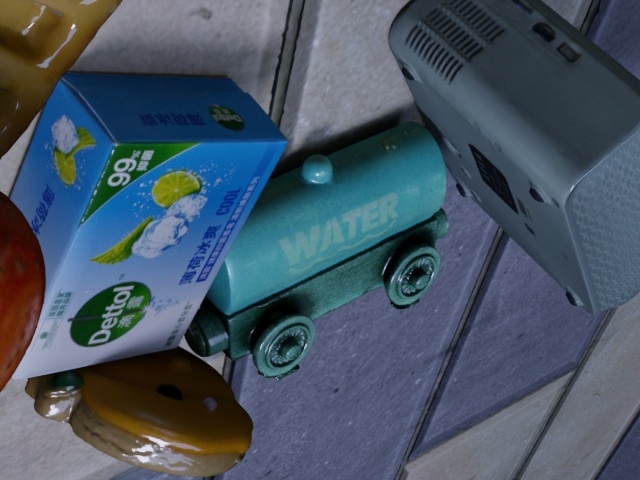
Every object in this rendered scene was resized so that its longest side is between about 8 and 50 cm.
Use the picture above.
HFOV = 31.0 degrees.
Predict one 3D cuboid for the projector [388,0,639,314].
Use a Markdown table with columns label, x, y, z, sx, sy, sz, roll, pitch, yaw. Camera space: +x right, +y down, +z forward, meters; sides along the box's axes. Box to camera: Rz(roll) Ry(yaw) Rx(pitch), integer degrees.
| label | x | y | z | sx | sy | sz | roll | pitch | yaw |
| --- | --- | --- | --- | --- | --- | --- | --- | --- | --- |
| projector | 0.168 | -0.070 | 0.884 | 0.108 | 0.198 | 0.250 | -41 | 150 | 0 |

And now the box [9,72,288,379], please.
| label | x | y | z | sx | sy | sz | roll | pitch | yaw |
| --- | --- | --- | --- | --- | --- | --- | --- | --- | --- |
| box | -0.127 | -0.010 | 0.746 | 0.139 | 0.073 | 0.194 | -7 | 137 | -46 |

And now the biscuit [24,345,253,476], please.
| label | x | y | z | sx | sy | sz | roll | pitch | yaw |
| --- | --- | --- | --- | --- | --- | --- | --- | --- | --- |
| biscuit | -0.127 | 0.102 | 0.820 | 0.170 | 0.170 | 0.050 | 8 | 110 | -54 |

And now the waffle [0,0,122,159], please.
| label | x | y | z | sx | sy | sz | roll | pitch | yaw |
| --- | --- | --- | --- | --- | --- | --- | --- | --- | --- |
| waffle | -0.229 | -0.130 | 0.442 | 0.224 | 0.098 | 0.327 | -50 | 149 | 14 |

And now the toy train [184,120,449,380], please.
| label | x | y | z | sx | sy | sz | roll | pitch | yaw |
| --- | --- | --- | --- | --- | --- | --- | --- | --- | --- |
| toy train | 0.000 | 0.000 | 0.900 | 0.248 | 0.101 | 0.159 | -27 | 135 | -26 |

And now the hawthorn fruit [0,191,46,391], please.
| label | x | y | z | sx | sy | sz | roll | pitch | yaw |
| --- | --- | --- | --- | --- | --- | --- | --- | --- | --- |
| hawthorn fruit | -0.182 | 0.021 | 0.495 | 0.128 | 0.128 | 0.128 | -29 | 149 | -20 |
